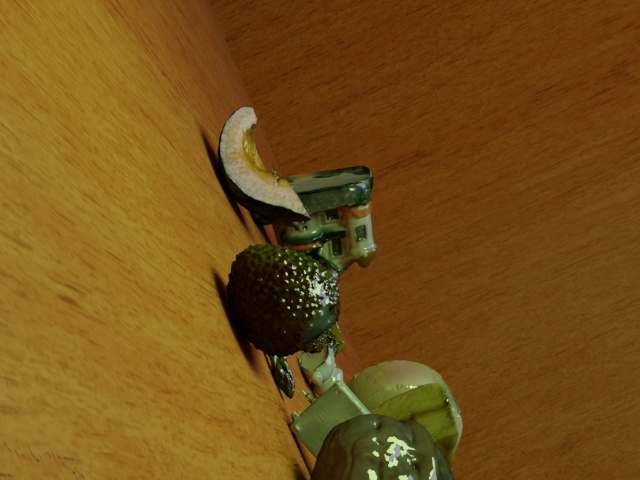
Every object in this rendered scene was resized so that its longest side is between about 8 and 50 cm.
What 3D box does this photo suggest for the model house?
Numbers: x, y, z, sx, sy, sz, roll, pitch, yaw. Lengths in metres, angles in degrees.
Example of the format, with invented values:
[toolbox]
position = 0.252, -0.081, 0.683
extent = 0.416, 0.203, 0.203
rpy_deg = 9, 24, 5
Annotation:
[model house]
position = 0.000, 0.000, 2.663
extent = 0.190, 0.271, 0.301
rpy_deg = -89, 170, -68

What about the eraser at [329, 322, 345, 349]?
[eraser]
position = -0.007, 0.177, 2.605
extent = 0.158, 0.069, 0.226
rpy_deg = 64, 3, 5

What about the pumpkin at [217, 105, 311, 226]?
[pumpkin]
position = -0.149, -0.113, 2.340
extent = 0.130, 0.149, 0.254
rpy_deg = -33, -97, 50

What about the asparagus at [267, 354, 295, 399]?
[asparagus]
position = -0.074, 0.168, 1.873
extent = 0.036, 0.030, 0.165
rpy_deg = 91, -23, -74

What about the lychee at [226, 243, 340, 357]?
[lychee]
position = -0.058, 0.079, 1.722
extent = 0.171, 0.171, 0.171
rpy_deg = -24, 90, -87

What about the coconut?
[coconut]
position = 0.154, 0.369, 2.426
extent = 0.259, 0.259, 0.259
rpy_deg = -24, 90, -87

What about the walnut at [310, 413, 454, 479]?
[walnut]
position = 0.086, 0.341, 1.665
extent = 0.224, 0.224, 0.224
rpy_deg = -24, 90, -87

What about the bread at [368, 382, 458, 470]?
[bread]
position = 0.171, 0.461, 1.978
extent = 0.362, 0.245, 0.233
rpy_deg = 63, 6, -15

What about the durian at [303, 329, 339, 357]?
[durian]
position = 0.000, 0.214, 2.424
extent = 0.091, 0.080, 0.080
rpy_deg = -91, 160, -53

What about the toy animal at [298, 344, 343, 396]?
[toy animal]
position = 0.013, 0.262, 2.279
extent = 0.085, 0.071, 0.124
rpy_deg = -111, 176, -55

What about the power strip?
[power strip]
position = 0.096, 0.359, 1.800
extent = 0.367, 0.106, 0.043
rpy_deg = 49, 2, 3
